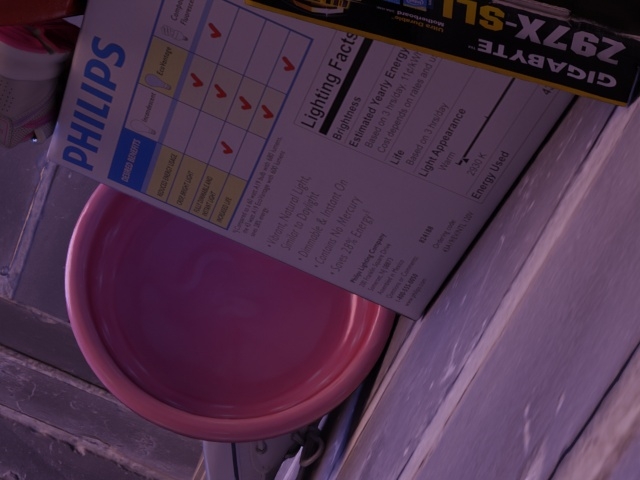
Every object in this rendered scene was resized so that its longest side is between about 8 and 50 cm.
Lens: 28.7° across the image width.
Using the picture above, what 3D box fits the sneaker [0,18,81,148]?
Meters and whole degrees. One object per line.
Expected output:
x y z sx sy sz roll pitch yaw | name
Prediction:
-0.264 -0.147 1.107 0.252 0.103 0.111 -75 10 -78 | sneaker

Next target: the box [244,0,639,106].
0.118 -0.265 0.806 0.079 0.257 0.322 87 -157 -64 | box

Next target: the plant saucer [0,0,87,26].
-0.164 -0.287 1.007 0.259 0.047 0.258 -63 3 12 | plant saucer

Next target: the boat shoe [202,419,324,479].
-0.055 0.196 1.386 0.136 0.156 0.367 -135 40 -81 | boat shoe

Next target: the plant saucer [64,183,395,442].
-0.088 0.045 1.269 0.084 0.332 0.332 101 -170 -69 | plant saucer

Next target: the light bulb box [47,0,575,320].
0.006 -0.173 1.036 0.358 0.361 0.225 119 173 -48 | light bulb box
